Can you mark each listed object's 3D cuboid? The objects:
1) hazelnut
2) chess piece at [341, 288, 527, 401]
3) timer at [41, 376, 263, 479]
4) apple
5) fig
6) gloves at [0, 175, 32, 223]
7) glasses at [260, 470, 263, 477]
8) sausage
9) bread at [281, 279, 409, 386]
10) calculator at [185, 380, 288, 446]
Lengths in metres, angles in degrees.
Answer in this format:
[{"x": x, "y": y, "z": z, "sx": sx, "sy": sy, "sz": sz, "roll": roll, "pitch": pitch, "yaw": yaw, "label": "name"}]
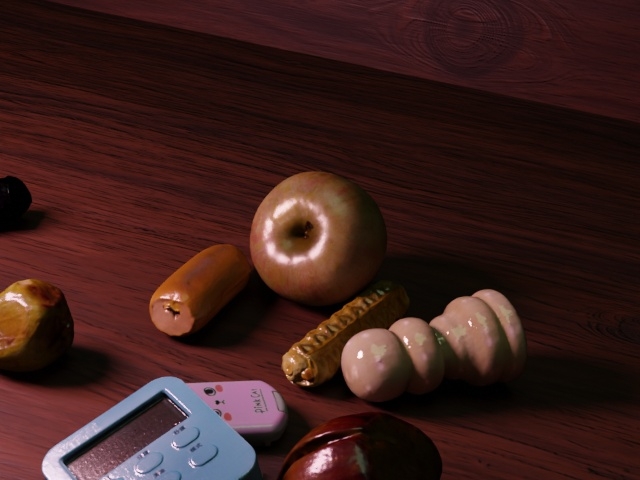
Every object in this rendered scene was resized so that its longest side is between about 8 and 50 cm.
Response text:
[{"x": 0.051, "y": 0.344, "z": 1.506, "sx": 0.218, "sy": 0.218, "sz": 0.234, "roll": 30, "pitch": 15, "yaw": 37, "label": "hazelnut"}, {"x": 0.178, "y": 0.184, "z": 1.884, "sx": 0.300, "sy": 0.167, "sz": 0.167, "roll": -9, "pitch": 31, "yaw": -23, "label": "chess piece"}, {"x": -0.228, "y": 0.301, "z": 1.494, "sx": 0.232, "sy": 0.091, "sz": 0.250, "roll": -35, "pitch": 52, "yaw": -22, "label": "timer"}, {"x": 0.000, "y": 0.000, "z": 2.111, "sx": 0.257, "sy": 0.257, "sz": 0.234, "roll": 17, "pitch": -2, "yaw": 18, "label": "apple"}, {"x": -0.480, "y": 0.141, "z": 1.808, "sx": 0.166, "sy": 0.144, "sz": 0.154, "roll": -24, "pitch": 0, "yaw": -13, "label": "fig"}, {"x": -0.694, "y": -0.077, "z": 2.215, "sx": 0.203, "sy": 0.124, "sz": 0.164, "roll": -12, "pitch": 2, "yaw": 8, "label": "gloves"}, {"x": -0.151, "y": 0.300, "z": 1.613, "sx": 0.140, "sy": 0.104, "sz": 0.062, "roll": 5, "pitch": 28, "yaw": 4, "label": "glasses"}, {"x": -0.201, "y": 0.074, "z": 2.056, "sx": 0.112, "sy": 0.112, "sz": 0.328, "roll": 15, "pitch": 25, "yaw": 15, "label": "sausage"}, {"x": 0.052, "y": 0.160, "z": 1.974, "sx": 0.084, "sy": 0.077, "sz": 0.367, "roll": 19, "pitch": 28, "yaw": 25, "label": "bread"}, {"x": -0.171, "y": 0.269, "z": 1.736, "sx": 0.246, "sy": 0.045, "sz": 0.141, "roll": 0, "pitch": 27, "yaw": -13, "label": "calculator"}]
